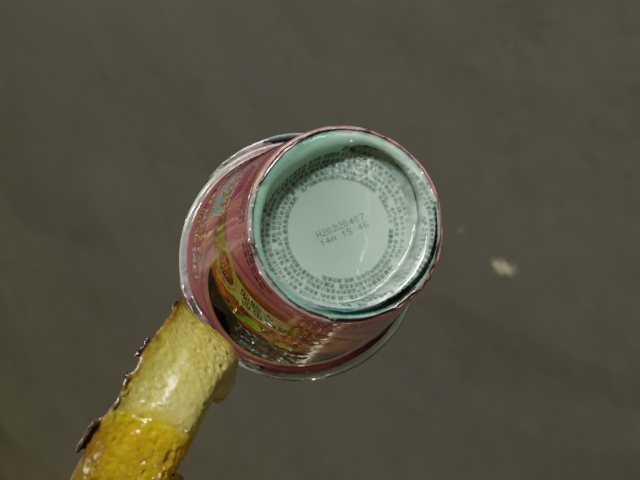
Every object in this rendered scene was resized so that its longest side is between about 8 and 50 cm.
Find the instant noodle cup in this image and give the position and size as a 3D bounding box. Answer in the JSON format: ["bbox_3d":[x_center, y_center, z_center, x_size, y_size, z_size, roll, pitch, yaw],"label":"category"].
[{"bbox_3d":[0.000,0.000,1.536,0.244,0.244,0.255,52,169,0],"label":"instant noodle cup"}]

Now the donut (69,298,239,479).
[{"bbox_3d":[-0.116,0.131,1.142,0.078,0.146,0.181,33,111,1],"label":"donut"}]
